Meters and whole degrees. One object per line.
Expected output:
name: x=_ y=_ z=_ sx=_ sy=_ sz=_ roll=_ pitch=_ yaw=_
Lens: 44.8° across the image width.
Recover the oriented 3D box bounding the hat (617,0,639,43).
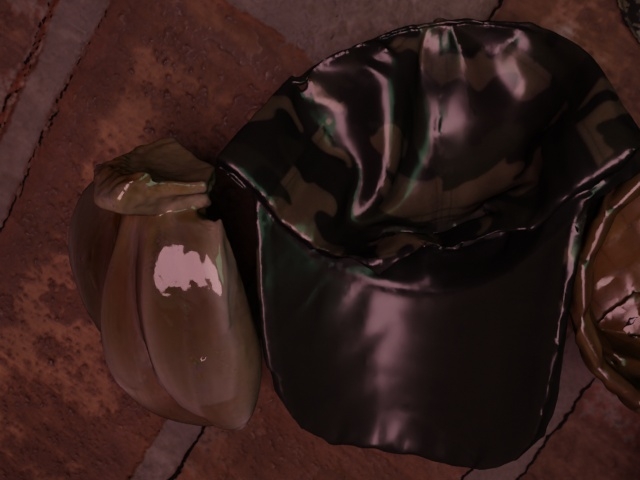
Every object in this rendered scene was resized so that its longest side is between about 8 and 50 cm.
hat: x=0.388 y=-0.268 z=0.661 sx=0.265 sy=0.128 sz=0.266 roll=1 pitch=100 yaw=8

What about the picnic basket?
picnic basket: x=0.382 y=0.057 z=0.635 sx=0.337 sy=0.337 sz=0.293 roll=9 pitch=104 yaw=9

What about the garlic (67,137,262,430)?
garlic: x=-0.163 y=0.046 z=0.776 sx=0.132 sy=0.279 sz=0.325 roll=-14 pitch=124 yaw=-25

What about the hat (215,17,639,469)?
hat: x=0.103 y=0.008 z=0.750 sx=0.366 sy=0.257 sz=0.382 roll=7 pitch=124 yaw=18
